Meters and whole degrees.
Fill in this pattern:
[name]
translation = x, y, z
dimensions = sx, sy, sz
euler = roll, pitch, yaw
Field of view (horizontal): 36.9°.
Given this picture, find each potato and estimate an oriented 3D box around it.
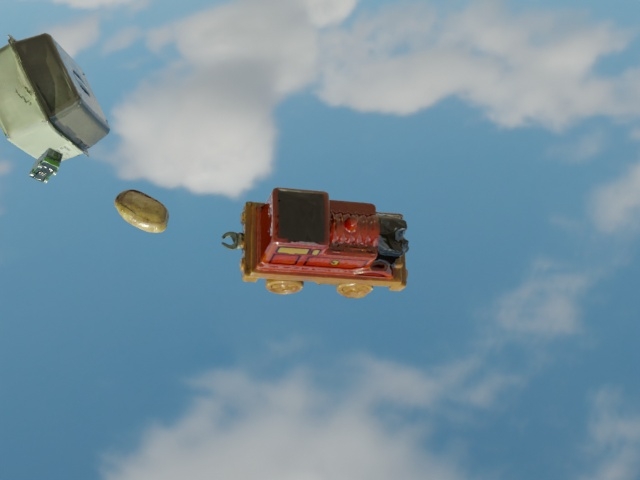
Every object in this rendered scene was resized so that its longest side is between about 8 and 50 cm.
[potato]
translation = -0.523, -0.086, 2.814
dimensions = 0.170, 0.080, 0.107
euler = 23, -119, -7

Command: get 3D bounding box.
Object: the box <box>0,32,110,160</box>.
[box]
translation = -0.561, -0.286, 1.965
dimensions = 0.166, 0.220, 0.290
euler = -27, 172, -1

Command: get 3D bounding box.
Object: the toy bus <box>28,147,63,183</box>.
[toy bus]
translation = -0.428, -0.116, 1.497
dimensions = 0.083, 0.031, 0.037
euler = -24, -136, 54

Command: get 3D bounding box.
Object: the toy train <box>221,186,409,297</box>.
[toy train]
translation = 0.000, 0.000, 1.822
dimensions = 0.369, 0.231, 0.163
euler = 4, -111, -13
